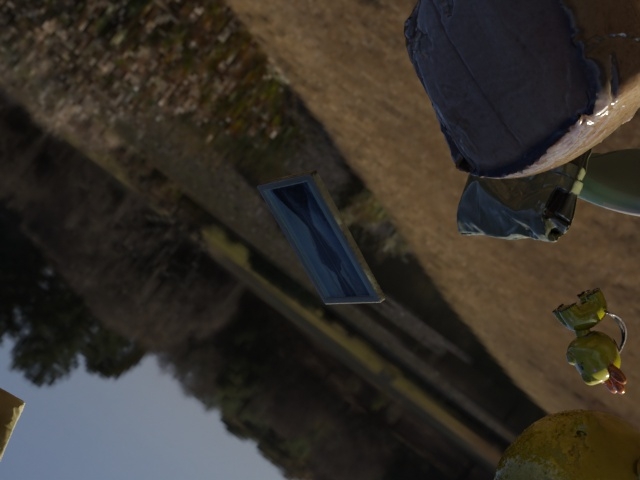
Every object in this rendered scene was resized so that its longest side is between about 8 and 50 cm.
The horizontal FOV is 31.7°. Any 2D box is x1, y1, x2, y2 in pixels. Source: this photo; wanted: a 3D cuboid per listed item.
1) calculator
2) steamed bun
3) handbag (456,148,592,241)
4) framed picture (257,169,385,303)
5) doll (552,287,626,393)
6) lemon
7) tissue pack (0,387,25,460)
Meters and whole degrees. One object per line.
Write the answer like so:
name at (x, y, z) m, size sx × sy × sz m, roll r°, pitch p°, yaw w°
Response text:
calculator at (0.481, -0.093, 1.721) m, size 0.299 × 0.185 × 0.041 m, roll -141°, pitch 41°, yaw -60°
steamed bun at (0.245, -0.214, 1.230) m, size 0.251 × 0.199 × 0.301 m, roll 63°, pitch 154°, yaw -1°
handbag at (0.330, -0.145, 1.682) m, size 0.109 × 0.316 × 0.253 m, roll 26°, pitch 174°, yaw -24°
framed picture at (0.000, 0.000, 1.555) m, size 0.150 × 0.015 × 0.203 m, roll -6°, pitch 117°, yaw 59°
doll at (0.573, 0.220, 2.350) m, size 0.221 × 0.135 × 0.143 m, roll 64°, pitch 170°, yaw 5°
lemon at (0.269, 0.267, 1.179) m, size 0.173 × 0.206 × 0.173 m, roll 18°, pitch -145°, yaw -13°
tissue pack at (-0.633, 0.304, 1.962) m, size 0.196 × 0.092 × 0.148 m, roll 34°, pitch -141°, yaw -19°
